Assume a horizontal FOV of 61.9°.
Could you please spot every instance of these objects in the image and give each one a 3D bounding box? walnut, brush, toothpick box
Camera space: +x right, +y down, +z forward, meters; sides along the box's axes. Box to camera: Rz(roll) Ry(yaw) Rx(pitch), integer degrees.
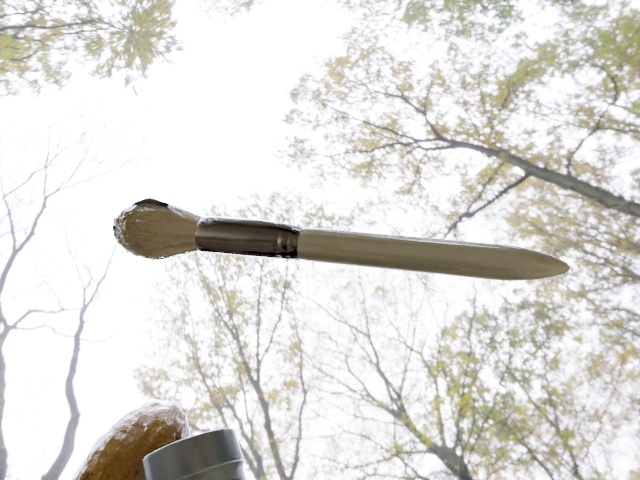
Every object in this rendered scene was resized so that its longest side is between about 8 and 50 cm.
[{"bbox_3d":[-0.257,0.317,0.712,0.137,0.245,0.137,15,-49,19],"label":"walnut"},{"bbox_3d":[0.000,0.000,0.344,0.299,0.039,0.042,3,-112,14],"label":"brush"},{"bbox_3d":[-0.114,0.282,0.539,0.101,0.153,0.101,-19,-24,-9],"label":"toothpick box"}]
